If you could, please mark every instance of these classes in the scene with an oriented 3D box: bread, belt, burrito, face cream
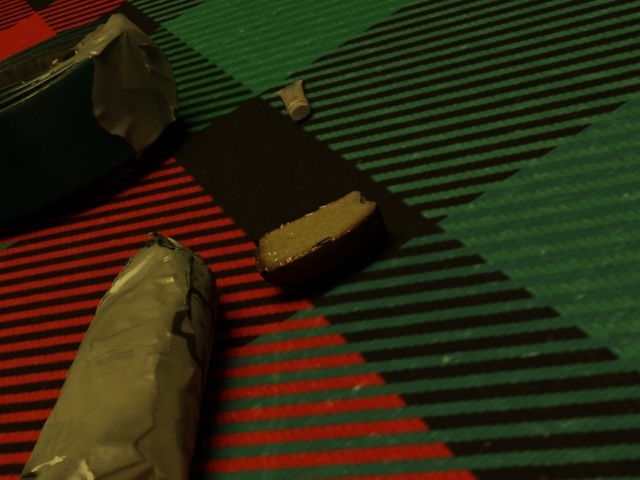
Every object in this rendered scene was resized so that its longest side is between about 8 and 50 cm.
[{"bbox_3d":[0.000,0.000,1.252,0.129,0.044,0.126,-30,19,3],"label":"bread"},{"bbox_3d":[-0.392,-0.156,1.742,0.436,0.173,0.300,-12,28,29],"label":"belt"},{"bbox_3d":[-0.155,0.106,1.143,0.139,0.101,0.445,-23,27,19],"label":"burrito"},{"bbox_3d":[-0.032,-0.175,1.606,0.038,0.020,0.115,-27,26,3],"label":"face cream"}]
